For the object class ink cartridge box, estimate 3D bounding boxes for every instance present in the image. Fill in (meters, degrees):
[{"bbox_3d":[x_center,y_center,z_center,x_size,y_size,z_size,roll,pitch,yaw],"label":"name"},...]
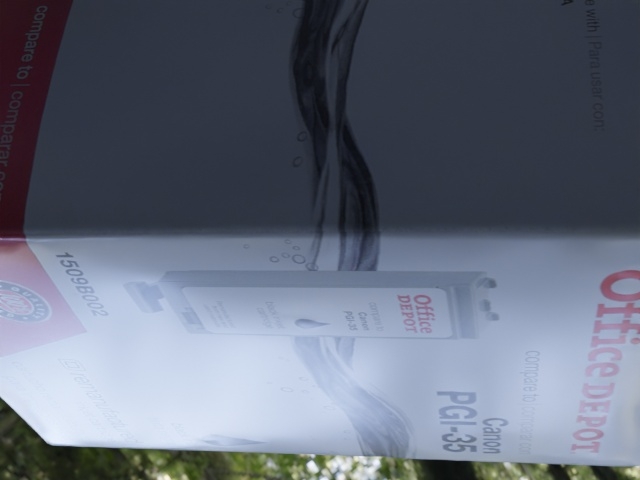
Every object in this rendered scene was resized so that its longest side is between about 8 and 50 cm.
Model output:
[{"bbox_3d":[0.000,0.000,0.436,0.283,0.207,0.117,0,-121,9],"label":"ink cartridge box"}]
